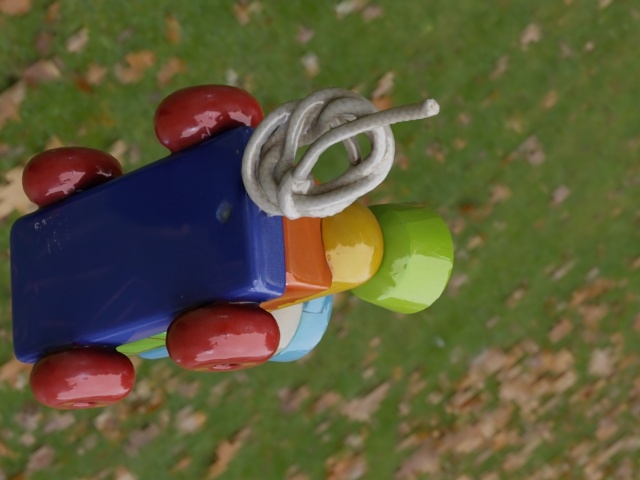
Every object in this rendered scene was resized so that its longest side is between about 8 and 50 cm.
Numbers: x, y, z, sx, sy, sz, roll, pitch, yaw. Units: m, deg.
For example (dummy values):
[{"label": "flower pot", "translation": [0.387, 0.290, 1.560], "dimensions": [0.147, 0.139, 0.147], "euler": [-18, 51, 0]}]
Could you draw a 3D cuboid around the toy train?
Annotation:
[{"label": "toy train", "translation": [0.000, 0.000, 0.658], "dimensions": [0.143, 0.105, 0.248], "euler": [9, 161, -44]}]
